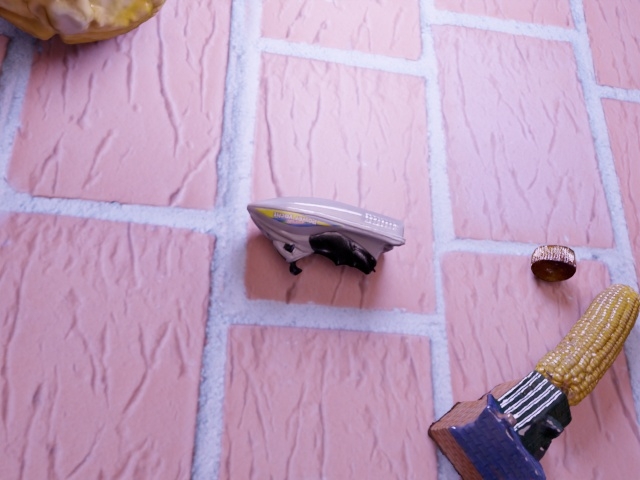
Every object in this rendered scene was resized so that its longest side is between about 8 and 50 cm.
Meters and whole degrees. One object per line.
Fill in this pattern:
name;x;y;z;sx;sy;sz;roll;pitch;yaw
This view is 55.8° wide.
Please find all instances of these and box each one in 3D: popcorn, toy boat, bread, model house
popcorn;-0.435;-0.514;1.063;0.390;0.354;0.344;14;84;38
toy boat;0.006;-0.005;1.053;0.269;0.141;0.141;1;68;-10
bread;0.442;0.048;1.149;0.085;0.085;0.053;18;59;-5
model house;0.307;0.309;0.963;0.183;0.172;0.166;-33;77;-23

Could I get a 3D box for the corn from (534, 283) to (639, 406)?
corn;0.493;0.182;1.103;0.101;0.101;0.291;45;62;8
